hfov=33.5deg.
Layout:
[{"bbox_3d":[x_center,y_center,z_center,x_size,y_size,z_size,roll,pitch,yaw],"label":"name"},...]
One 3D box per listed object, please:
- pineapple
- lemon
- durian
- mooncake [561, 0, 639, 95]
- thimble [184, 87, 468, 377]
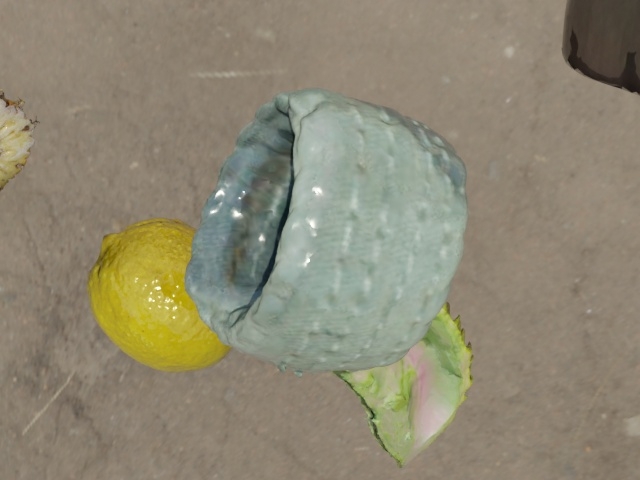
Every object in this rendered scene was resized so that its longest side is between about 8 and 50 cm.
[{"bbox_3d":[-0.483,-0.147,1.398,0.137,0.161,0.176,42,100,32],"label":"pineapple"},{"bbox_3d":[-0.175,0.064,1.252,0.180,0.180,0.193,-50,130,-28],"label":"lemon"},{"bbox_3d":[0.090,0.155,1.325,0.352,0.158,0.169,54,45,-44],"label":"durian"},{"bbox_3d":[0.309,-0.165,0.648,0.306,0.154,0.306,3,25,-2],"label":"mooncake"},{"bbox_3d":[0.000,0.000,0.900,0.172,0.250,0.205,15,24,-26],"label":"thimble"}]
